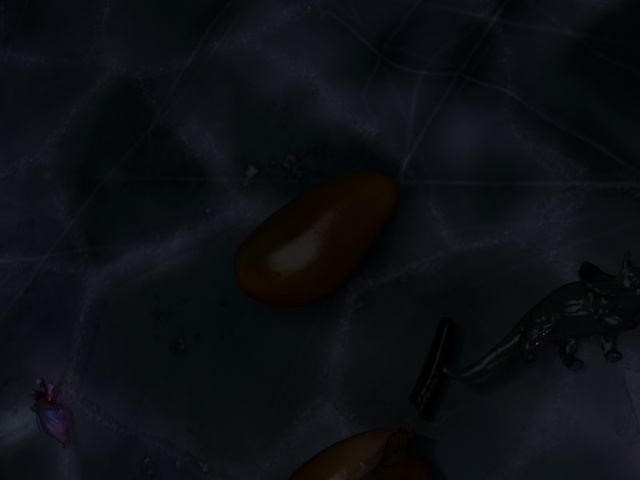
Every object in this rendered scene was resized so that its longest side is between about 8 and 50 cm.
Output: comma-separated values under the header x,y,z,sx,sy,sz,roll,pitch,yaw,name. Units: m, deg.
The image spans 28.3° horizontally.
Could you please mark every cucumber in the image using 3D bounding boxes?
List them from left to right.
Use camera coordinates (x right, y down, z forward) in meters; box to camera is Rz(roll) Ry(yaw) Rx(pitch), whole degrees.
x,y,z,sx,sy,sz,roll,pitch,yaw,name
0.148,0.164,1.634,0.034,0.033,0.135,26,84,-10,cucumber

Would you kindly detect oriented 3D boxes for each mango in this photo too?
x,y,z,sx,sy,sz,roll,pitch,yaw,name
0.000,0.000,1.706,0.253,0.113,0.138,-35,59,2,mango

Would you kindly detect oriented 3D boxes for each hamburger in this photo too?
x,y,z,sx,sy,sz,roll,pitch,yaw,name
0.013,0.338,1.571,0.283,0.156,0.144,-49,62,5,hamburger

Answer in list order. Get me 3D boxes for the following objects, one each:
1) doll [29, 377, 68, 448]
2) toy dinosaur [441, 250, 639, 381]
x,y,z,sx,sy,sz,roll,pitch,yaw,name
-0.392,0.253,1.838,0.057,0.039,0.114,-36,61,4,doll
0.300,0.117,1.559,0.292,0.079,0.120,-40,58,5,toy dinosaur
